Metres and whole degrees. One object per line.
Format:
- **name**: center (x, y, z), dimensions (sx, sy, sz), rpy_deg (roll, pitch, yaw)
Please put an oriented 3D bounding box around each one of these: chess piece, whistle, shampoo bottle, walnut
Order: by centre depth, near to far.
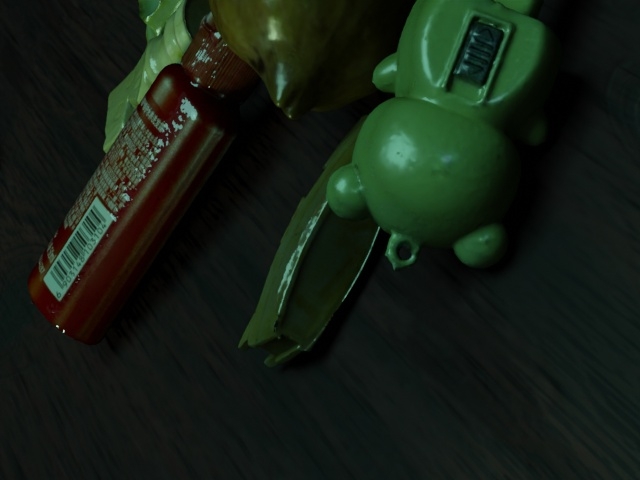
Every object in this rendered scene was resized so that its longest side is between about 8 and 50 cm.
- **whistle**: center (0.103, -0.109, 0.990), dimensions (0.106, 0.131, 0.289), rpy_deg (94, -163, -74)
- **walnut**: center (0.001, -0.231, 1.134), dimensions (0.209, 0.209, 0.336), rpy_deg (-19, 48, 40)
- **shampoo bottle**: center (-0.150, -0.059, 1.246), dimensions (0.314, 0.076, 0.118), rpy_deg (-55, 32, 13)
- **chess piece**: center (-0.149, -0.154, 1.360), dimensions (0.200, 0.090, 0.090), rpy_deg (-33, 40, 44)

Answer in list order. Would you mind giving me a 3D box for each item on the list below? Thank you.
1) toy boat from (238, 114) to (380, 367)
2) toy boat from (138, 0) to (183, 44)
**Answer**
- **toy boat**: center (0.000, 0.000, 1.072), dimensions (0.206, 0.064, 0.072), rpy_deg (-61, 21, -7)
- **toy boat**: center (-0.094, -0.293, 1.390), dimensions (0.276, 0.084, 0.111), rpy_deg (-43, 35, 19)
